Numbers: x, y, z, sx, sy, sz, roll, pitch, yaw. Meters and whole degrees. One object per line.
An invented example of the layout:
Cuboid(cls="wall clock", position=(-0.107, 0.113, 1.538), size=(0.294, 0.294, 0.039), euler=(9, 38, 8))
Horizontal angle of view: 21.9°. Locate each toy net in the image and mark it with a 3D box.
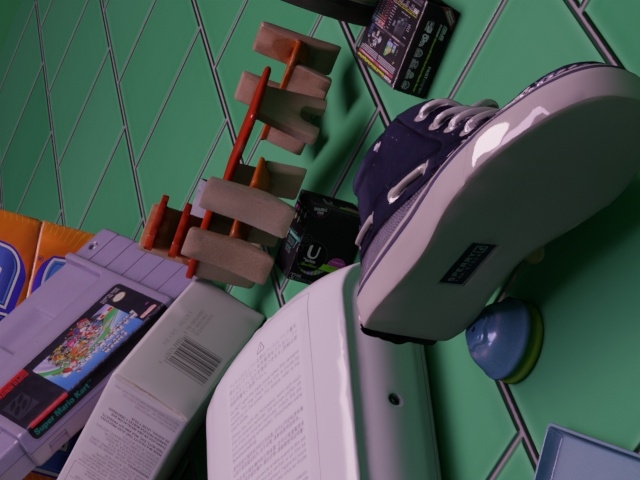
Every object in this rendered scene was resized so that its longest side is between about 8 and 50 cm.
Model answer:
Cuboid(cls="toy net", position=(0.164, -0.006, 1.326), size=(0.232, 0.045, 0.122), euler=(-67, 22, 12))

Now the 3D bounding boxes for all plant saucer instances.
Cuboid(cls="plant saucer", position=(0.205, 0.176, 1.148), size=(0.192, 0.018, 0.067), euler=(11, 86, 68))

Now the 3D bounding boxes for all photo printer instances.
Cuboid(cls="photo printer", position=(-0.004, 0.188, 1.479), size=(0.256, 0.107, 0.307), euler=(-46, 36, 37))

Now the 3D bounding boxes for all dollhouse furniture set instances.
Cuboid(cls="dollhouse furniture set", position=(-0.095, -0.070, 1.747), size=(0.259, 0.135, 0.262), euler=(115, 173, -46))

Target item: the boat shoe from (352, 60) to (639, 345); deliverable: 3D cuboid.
Cuboid(cls="boat shoe", position=(0.117, -0.065, 1.244), size=(0.340, 0.127, 0.158), euler=(-47, 41, 46))

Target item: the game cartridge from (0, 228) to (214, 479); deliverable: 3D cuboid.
Cuboid(cls="game cartridge", position=(-0.312, 0.133, 1.955), size=(0.355, 0.068, 0.230), euler=(-44, 34, -23))

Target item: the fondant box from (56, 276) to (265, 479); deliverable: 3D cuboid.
Cuboid(cls="fondant box", position=(-0.202, 0.227, 1.807), size=(0.330, 0.096, 0.238), euler=(-59, -3, 31))

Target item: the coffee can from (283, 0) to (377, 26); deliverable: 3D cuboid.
Cuboid(cls="coffee can", position=(0.013, -0.383, 1.699), size=(0.275, 0.202, 0.201), euler=(-68, 24, 13))

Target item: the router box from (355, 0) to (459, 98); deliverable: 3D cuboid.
Cuboid(cls="router box", position=(0.084, -0.202, 1.630), size=(0.092, 0.038, 0.122), euler=(-67, 24, 15))

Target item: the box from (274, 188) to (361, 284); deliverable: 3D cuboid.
Cuboid(cls="box", position=(0.000, 0.000, 1.660), size=(0.083, 0.062, 0.052), euler=(-69, 22, 12))

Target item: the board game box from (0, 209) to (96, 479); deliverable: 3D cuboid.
Cuboid(cls="board game box", position=(-0.457, 0.169, 2.212), size=(0.356, 0.356, 0.356), euler=(-20, 58, 63))

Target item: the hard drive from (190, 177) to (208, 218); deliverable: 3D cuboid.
Cuboid(cls="hard drive", position=(-0.147, -0.003, 2.043), size=(0.094, 0.022, 0.135), euler=(30, 104, 66))
